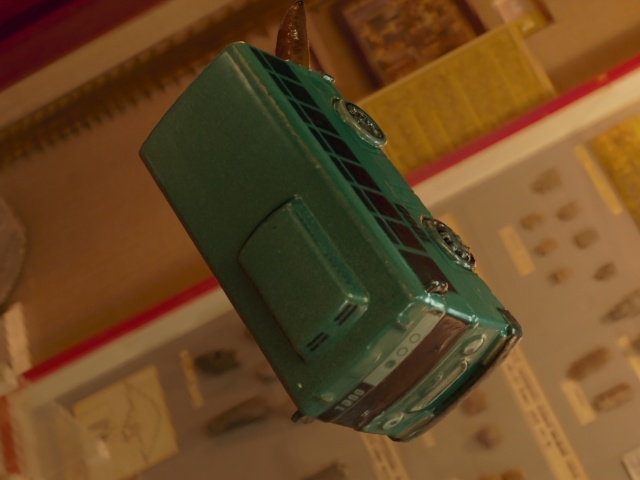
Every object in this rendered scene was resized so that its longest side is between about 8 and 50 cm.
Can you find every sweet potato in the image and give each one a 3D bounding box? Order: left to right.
[{"bbox_3d":[-0.031,-0.157,1.208,0.044,0.044,0.179,54,40,-52],"label":"sweet potato"}]

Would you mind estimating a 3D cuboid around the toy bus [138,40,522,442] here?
[{"bbox_3d":[0.000,0.000,0.832,0.147,0.128,0.256,15,34,-53],"label":"toy bus"}]
